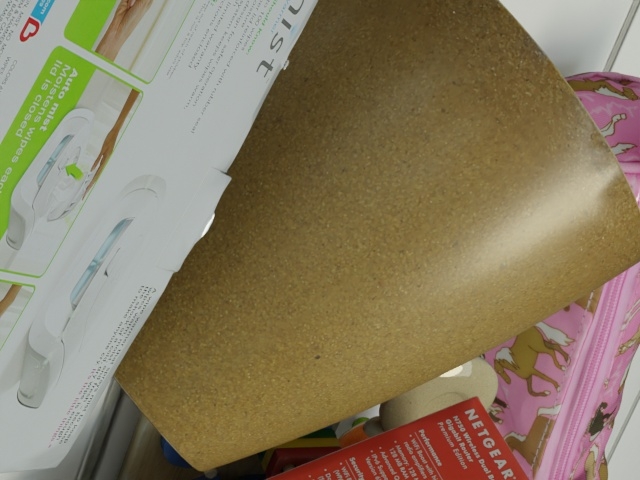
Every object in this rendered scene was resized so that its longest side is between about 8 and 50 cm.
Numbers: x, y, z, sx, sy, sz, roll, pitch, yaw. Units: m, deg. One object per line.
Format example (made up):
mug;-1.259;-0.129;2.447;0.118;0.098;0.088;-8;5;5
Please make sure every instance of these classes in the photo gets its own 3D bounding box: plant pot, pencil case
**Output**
plant pot;0.000;0.000;0.759;0.254;0.237;0.237;-40;148;-5
pencil case;0.202;0.053;1.144;0.160;0.167;0.386;-26;137;-44

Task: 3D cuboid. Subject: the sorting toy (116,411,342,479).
sorting toy;-0.059;0.158;0.895;0.132;0.046;0.274;3;130;-27

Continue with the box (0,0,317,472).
box;-0.130;-0.048;0.537;0.262;0.127;0.231;-62;164;3

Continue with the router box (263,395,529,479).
router box;-0.030;0.265;0.920;0.301;0.082;0.335;-19;147;-16

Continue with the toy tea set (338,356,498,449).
toy tea set;0.013;0.121;1.017;0.200;0.124;0.336;-8;133;-18
